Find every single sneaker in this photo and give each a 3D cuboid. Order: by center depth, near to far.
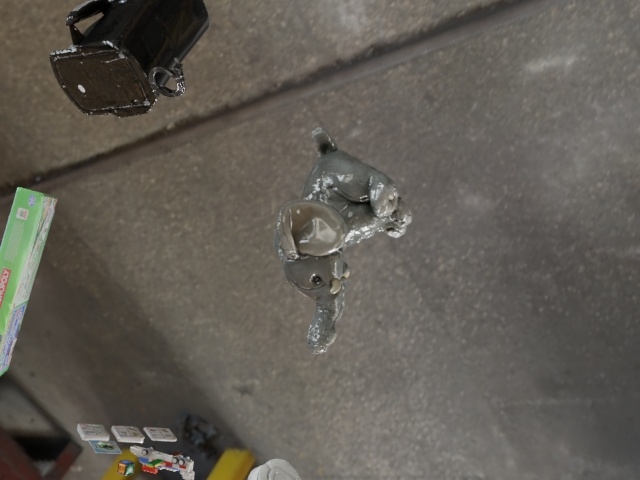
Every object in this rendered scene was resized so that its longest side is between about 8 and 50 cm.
[{"bbox_3d":[-0.042,0.467,1.756,0.095,0.090,0.235,-42,70,49],"label":"sneaker"}]

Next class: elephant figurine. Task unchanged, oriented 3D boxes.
[{"bbox_3d":[0.000,0.000,1.537,0.186,0.239,0.169,33,160,41],"label":"elephant figurine"}]

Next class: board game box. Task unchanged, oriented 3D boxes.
[{"bbox_3d":[-0.510,0.072,1.806,0.046,0.317,0.213,16,178,-7],"label":"board game box"}]

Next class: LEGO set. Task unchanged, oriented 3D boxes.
[{"bbox_3d":[-0.339,0.394,1.998,0.182,0.060,0.244,7,-176,-23],"label":"LEGO set"}]

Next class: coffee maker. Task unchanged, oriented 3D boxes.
[{"bbox_3d":[-0.202,-0.235,1.293,0.171,0.178,0.120,16,140,12],"label":"coffee maker"}]
